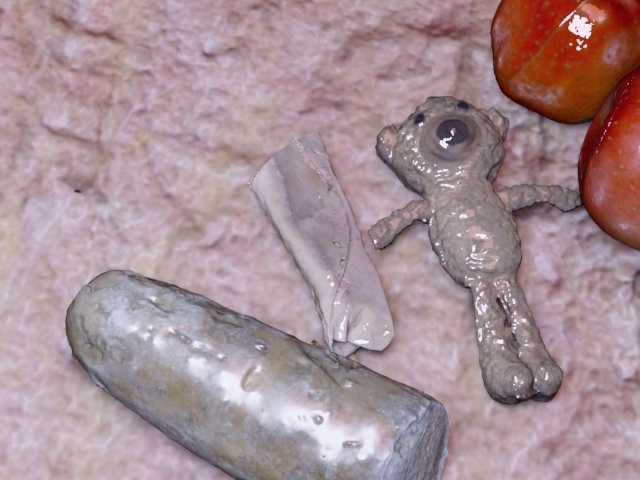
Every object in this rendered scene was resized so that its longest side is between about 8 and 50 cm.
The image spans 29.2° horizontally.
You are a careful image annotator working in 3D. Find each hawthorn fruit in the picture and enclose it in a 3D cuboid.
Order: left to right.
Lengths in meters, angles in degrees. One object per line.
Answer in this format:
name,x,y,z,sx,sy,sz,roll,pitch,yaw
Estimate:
hawthorn fruit,0.250,-0.214,1.188,0.157,0.194,0.157,9,48,-10

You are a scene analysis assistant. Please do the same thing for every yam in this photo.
yam,-0.052,0.122,0.974,0.330,0.133,0.133,27,59,8

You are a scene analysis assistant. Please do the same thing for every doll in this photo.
doll,0.134,0.001,1.110,0.203,0.091,0.286,10,67,6

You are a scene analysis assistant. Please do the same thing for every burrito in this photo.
burrito,0.000,0.000,1.091,0.087,0.060,0.226,-12,62,-23

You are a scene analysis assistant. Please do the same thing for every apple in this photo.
apple,0.324,-0.070,1.120,0.168,0.181,0.181,23,58,9
